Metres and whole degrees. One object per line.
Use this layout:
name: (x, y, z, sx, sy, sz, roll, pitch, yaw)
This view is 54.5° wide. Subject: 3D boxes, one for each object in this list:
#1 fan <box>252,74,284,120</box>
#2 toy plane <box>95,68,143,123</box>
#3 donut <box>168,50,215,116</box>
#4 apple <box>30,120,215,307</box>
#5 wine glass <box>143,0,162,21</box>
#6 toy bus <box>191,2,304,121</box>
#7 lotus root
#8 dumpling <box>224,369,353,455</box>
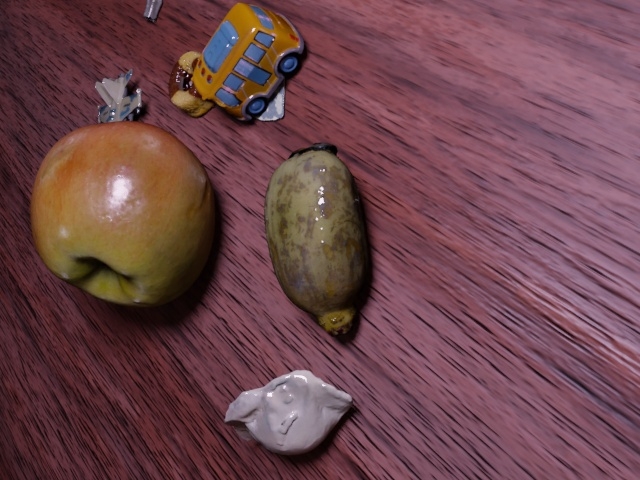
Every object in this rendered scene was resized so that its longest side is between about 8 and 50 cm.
fan: (-0.118, -0.331, 1.233, 0.131, 0.009, 0.240, -28, 65, 31)
toy plane: (-0.471, -0.263, 1.450, 0.192, 0.088, 0.262, -4, 89, 42)
donut: (-0.268, -0.337, 1.320, 0.140, 0.059, 0.140, -10, 74, 39)
apple: (-0.362, -0.038, 1.150, 0.338, 0.338, 0.305, -13, 60, 35)
wine glass: (-0.397, -0.564, 1.472, 0.083, 0.042, 0.039, -70, 23, 7)
toy bus: (-0.145, -0.336, 1.162, 0.209, 0.136, 0.126, -48, 56, 24)
lotus root: (0.000, 0.000, 0.994, 0.173, 0.173, 0.309, -15, 79, 34)
dumpling: (-0.060, 0.270, 0.989, 0.229, 0.151, 0.124, -36, 35, 28)
